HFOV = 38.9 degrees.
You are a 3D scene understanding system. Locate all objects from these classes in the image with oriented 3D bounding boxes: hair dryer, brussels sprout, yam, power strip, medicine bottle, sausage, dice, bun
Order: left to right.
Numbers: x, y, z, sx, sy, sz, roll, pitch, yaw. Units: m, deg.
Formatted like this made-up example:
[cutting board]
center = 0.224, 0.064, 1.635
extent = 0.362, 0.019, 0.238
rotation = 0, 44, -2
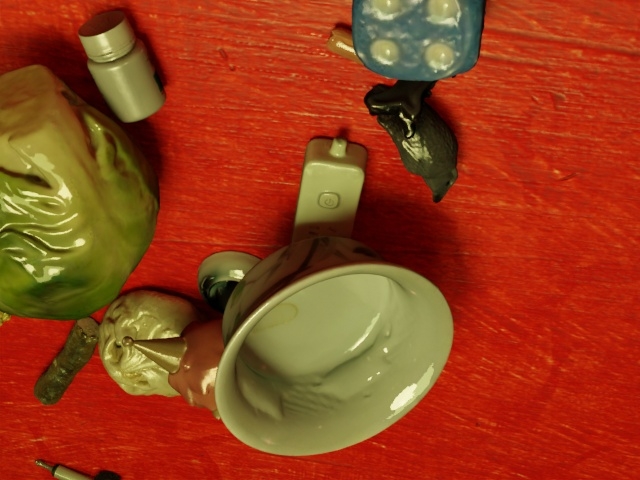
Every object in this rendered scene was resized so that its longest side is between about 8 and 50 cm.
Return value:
[brussels sprout]
center = -0.371, -0.057, 1.235
extent = 0.289, 0.281, 0.354
rotation = 13, 136, 16
[yam]
center = -0.464, 0.224, 1.670
extent = 0.061, 0.061, 0.253
rotation = 29, 131, -14
[hair dryer]
center = -0.533, 0.521, 1.973
extent = 0.198, 0.057, 0.100
rotation = 25, 133, 1
[medicine bottle]
center = -0.261, -0.228, 1.189
extent = 0.080, 0.080, 0.130
rotation = -5, 130, 17
[bun]
center = -0.284, 0.191, 1.549
extent = 0.231, 0.133, 0.231
rotation = 8, 133, 8
[power strip]
center = 0.000, 0.000, 1.355
extent = 0.091, 0.062, 0.385
rotation = 10, 134, -1
[sausage]
center = 0.049, -0.240, 1.140
extent = 0.083, 0.034, 0.034
rotation = 22, 133, -7
[dice]
center = 0.115, -0.272, 1.021
extent = 0.147, 0.143, 0.146
rotation = 6, 133, 8

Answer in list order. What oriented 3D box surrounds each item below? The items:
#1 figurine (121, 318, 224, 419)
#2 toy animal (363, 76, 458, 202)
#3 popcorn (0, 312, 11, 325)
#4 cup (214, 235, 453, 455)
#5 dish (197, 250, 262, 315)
[figurine]
center = -0.137, 0.216, 1.447
extent = 0.387, 0.207, 0.166
rotation = 15, 109, -41
[toy animal]
center = 0.116, -0.135, 1.188
extent = 0.117, 0.121, 0.210
rotation = 14, 143, 26
[popcorn]
center = -0.590, 0.110, 1.567
extent = 0.106, 0.116, 0.120
rotation = -3, 94, -24
[cup]
center = -0.002, 0.128, 1.291
extent = 0.347, 0.163, 0.347
rotation = -13, 129, -16
[dish]
center = -0.139, 0.093, 1.461
extent = 0.141, 0.078, 0.141
rotation = 7, 133, 7
